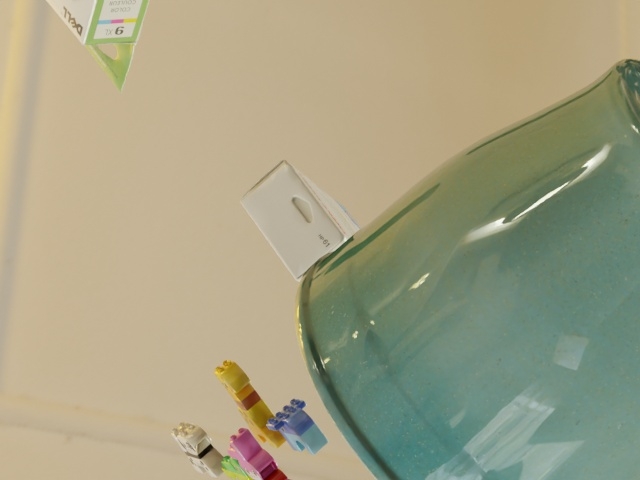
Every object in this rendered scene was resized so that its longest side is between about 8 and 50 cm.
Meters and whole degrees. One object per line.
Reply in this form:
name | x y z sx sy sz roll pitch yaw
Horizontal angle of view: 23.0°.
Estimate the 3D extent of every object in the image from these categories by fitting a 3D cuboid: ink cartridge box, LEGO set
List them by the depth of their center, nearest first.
ink cartridge box | 0.000 0.000 1.234 0.088 0.052 0.122 53 -173 28
ink cartridge box | -0.199 -0.244 1.394 0.062 0.209 0.109 -10 -134 -38
LEGO set | -0.073 0.168 1.468 0.087 0.227 0.093 -40 -76 -20

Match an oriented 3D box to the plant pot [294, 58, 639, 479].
plant pot | 0.166 0.032 1.000 0.272 0.255 0.271 33 -152 -20
